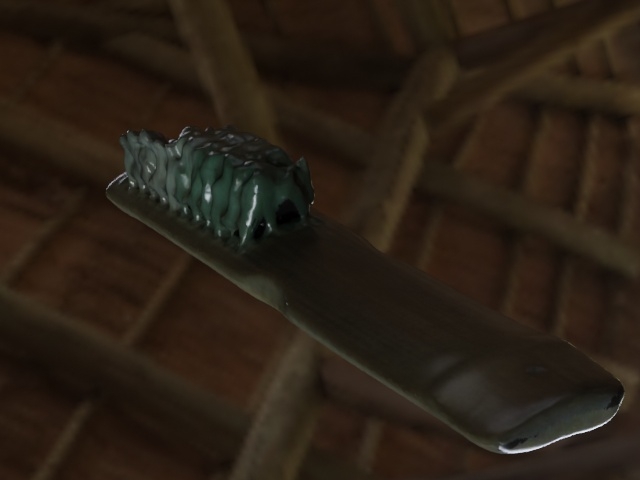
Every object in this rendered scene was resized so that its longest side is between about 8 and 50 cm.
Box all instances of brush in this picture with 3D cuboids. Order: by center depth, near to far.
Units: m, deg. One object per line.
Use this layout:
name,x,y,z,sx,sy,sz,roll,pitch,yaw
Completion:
brush,0.000,0.000,0.437,0.190,0.034,0.027,32,134,57
